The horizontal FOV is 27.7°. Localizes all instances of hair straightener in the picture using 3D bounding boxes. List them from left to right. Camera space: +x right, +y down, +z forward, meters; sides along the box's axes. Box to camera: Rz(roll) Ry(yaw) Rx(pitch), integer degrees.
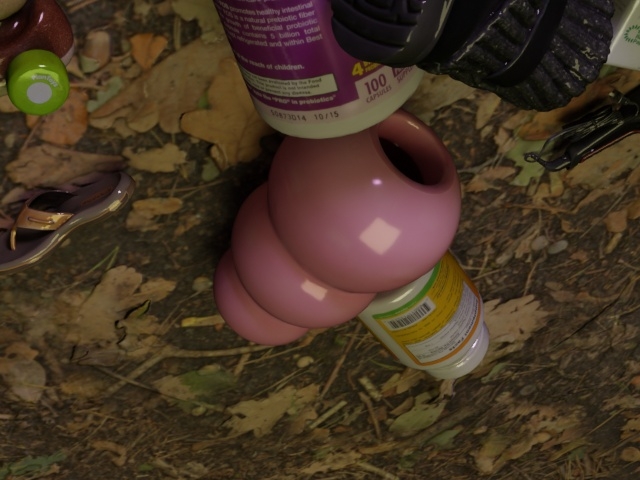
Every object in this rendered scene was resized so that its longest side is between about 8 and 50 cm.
[{"bbox_3d":[0.338,-0.150,1.503,0.230,0.047,0.089,-26,141,13],"label":"hair straightener"}]

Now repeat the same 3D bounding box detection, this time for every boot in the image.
[{"bbox_3d":[0.168,-0.278,1.052,0.260,0.131,0.348,4,119,-43],"label":"boot"}]

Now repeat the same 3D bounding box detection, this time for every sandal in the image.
[{"bbox_3d":[-0.277,-0.028,1.345,0.180,0.072,0.049,-29,125,8],"label":"sandal"}]

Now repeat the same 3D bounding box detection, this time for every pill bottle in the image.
[{"bbox_3d":[-0.019,-0.248,1.104,0.169,0.169,0.302,-21,132,0],"label":"pill bottle"},{"bbox_3d":[0.118,0.075,1.584,0.136,0.136,0.246,-29,141,10],"label":"pill bottle"}]

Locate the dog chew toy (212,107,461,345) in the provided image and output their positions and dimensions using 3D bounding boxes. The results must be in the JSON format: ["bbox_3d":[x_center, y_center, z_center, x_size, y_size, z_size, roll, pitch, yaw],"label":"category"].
[{"bbox_3d":[0.000,0.000,1.404,0.206,0.207,0.332,12,138,-35],"label":"dog chew toy"}]

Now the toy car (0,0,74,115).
[{"bbox_3d":[-0.293,-0.209,1.065,0.148,0.155,0.188,-16,132,-7],"label":"toy car"}]

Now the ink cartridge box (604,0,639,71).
[{"bbox_3d":[0.473,-0.309,1.342,0.324,0.071,0.330,7,125,-30],"label":"ink cartridge box"}]
